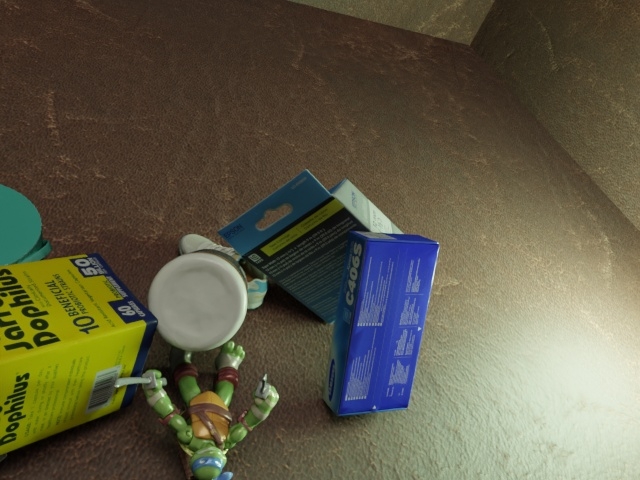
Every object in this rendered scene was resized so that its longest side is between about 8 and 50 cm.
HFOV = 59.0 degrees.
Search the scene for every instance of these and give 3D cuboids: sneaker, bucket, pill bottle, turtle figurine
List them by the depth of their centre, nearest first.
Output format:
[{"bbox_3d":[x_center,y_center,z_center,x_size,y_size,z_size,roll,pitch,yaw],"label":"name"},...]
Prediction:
[{"bbox_3d":[-0.180,0.232,0.934,0.197,0.275,0.266,-20,26,-5],"label":"turtle figurine"},{"bbox_3d":[-0.599,0.039,0.947,0.281,0.183,0.281,14,39,-12],"label":"bucket"},{"bbox_3d":[-0.211,0.097,1.029,0.162,0.162,0.278,21,-2,-6],"label":"pill bottle"},{"bbox_3d":[-0.207,0.048,1.233,0.228,0.092,0.087,34,41,10],"label":"sneaker"}]

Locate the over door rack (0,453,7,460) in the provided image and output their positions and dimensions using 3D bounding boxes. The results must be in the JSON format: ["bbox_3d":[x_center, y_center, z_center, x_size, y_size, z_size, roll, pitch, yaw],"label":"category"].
[{"bbox_3d":[-0.460,0.413,0.682,0.239,0.108,0.324,37,40,11],"label":"over door rack"}]

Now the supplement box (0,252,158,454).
[{"bbox_3d":[-0.455,0.167,0.816,0.194,0.195,0.356,38,28,28],"label":"supplement box"}]

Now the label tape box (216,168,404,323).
[{"bbox_3d":[0.000,0.000,1.172,0.347,0.249,0.115,42,31,-27],"label":"label tape box"}]

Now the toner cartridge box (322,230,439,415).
[{"bbox_3d":[0.114,0.160,1.096,0.165,0.348,0.075,4,12,-25],"label":"toner cartridge box"}]
